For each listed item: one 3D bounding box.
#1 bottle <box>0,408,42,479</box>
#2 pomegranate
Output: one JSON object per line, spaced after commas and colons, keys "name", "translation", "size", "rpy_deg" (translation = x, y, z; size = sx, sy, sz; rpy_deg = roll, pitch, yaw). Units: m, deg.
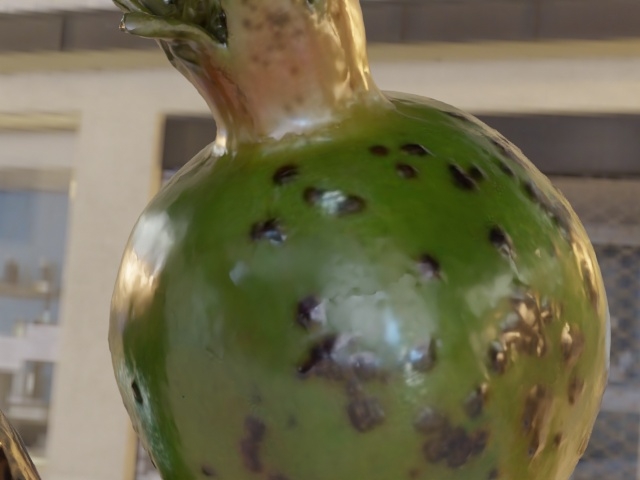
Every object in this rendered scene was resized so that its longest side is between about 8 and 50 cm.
{"name": "bottle", "translation": [-0.217, 0.074, 0.703], "size": [0.156, 0.271, 0.143], "rpy_deg": [-26, 6, 30]}
{"name": "pomegranate", "translation": [0.003, 0.013, 0.654], "size": [0.230, 0.231, 0.286], "rpy_deg": [2, -41, 28]}
